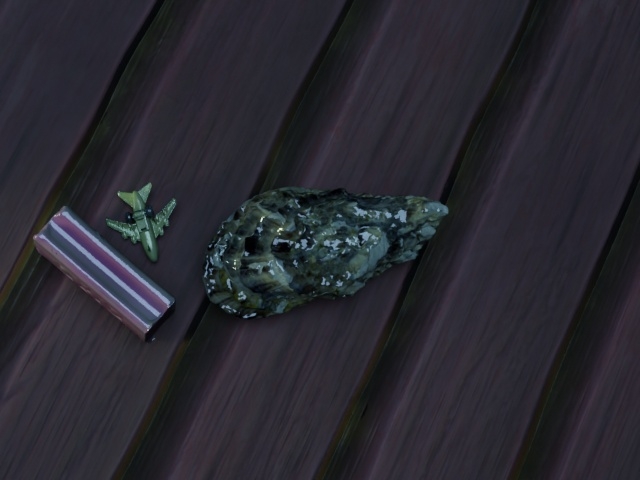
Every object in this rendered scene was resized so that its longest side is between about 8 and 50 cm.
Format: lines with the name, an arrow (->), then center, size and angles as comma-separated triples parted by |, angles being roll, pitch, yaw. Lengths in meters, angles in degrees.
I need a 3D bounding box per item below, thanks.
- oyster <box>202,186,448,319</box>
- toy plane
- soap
oyster -> 0.005, 0.002, 1.926 | 0.350, 0.158, 0.162 | -14, 116, 2
toy plane -> -0.246, -0.023, 1.938 | 0.102, 0.040, 0.111 | -17, 79, 7
soap -> -0.289, 0.047, 1.875 | 0.203, 0.122, 0.065 | 40, 77, 2
